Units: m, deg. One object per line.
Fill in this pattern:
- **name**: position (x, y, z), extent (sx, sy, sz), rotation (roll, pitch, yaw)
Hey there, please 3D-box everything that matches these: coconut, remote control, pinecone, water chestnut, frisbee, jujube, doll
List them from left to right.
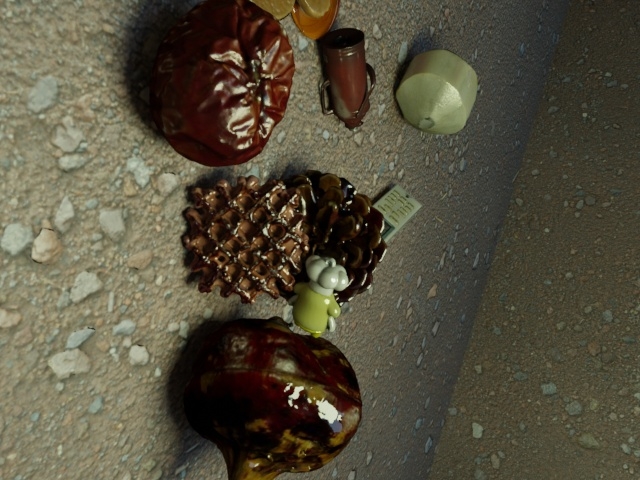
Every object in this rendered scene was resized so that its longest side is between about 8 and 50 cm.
- **jujube**: position (-0.154, -0.237, 0.844), extent (0.213, 0.212, 0.232), rotation (47, 57, -55)
- **water chestnut**: position (-0.095, 0.323, 1.024), extent (0.335, 0.335, 0.347), rotation (71, 27, -43)
- **doll**: position (-0.003, 0.100, 1.006), extent (0.062, 0.106, 0.163), rotation (-30, 145, -54)
- **frisbee**: position (-0.001, -0.514, 1.137), extent (0.192, 0.035, 0.192), rotation (-31, 128, -50)
- **pinecone**: position (0.004, 0.000, 1.147), extent (0.296, 0.241, 0.299), rotation (13, 82, -65)
- **remote control**: position (0.183, -0.062, 1.551), extent (0.277, 0.103, 0.055), rotation (-40, 170, -45)
- **coconut**: position (0.320, -0.407, 1.547), extent (0.241, 0.241, 0.241), rotation (-30, 127, -51)

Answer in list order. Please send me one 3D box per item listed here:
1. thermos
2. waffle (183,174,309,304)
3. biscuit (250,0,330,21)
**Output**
- **thermos**: position (0.058, -0.345, 1.244), extent (0.124, 0.099, 0.232), rotation (-21, 137, -10)
- **waffle**: position (-0.131, 0.002, 0.984), extent (0.055, 0.221, 0.235), rotation (-117, -155, -77)
- **biscuit**: position (-0.039, -0.529, 1.028), extent (0.340, 0.047, 0.216), rotation (-56, 131, -22)
